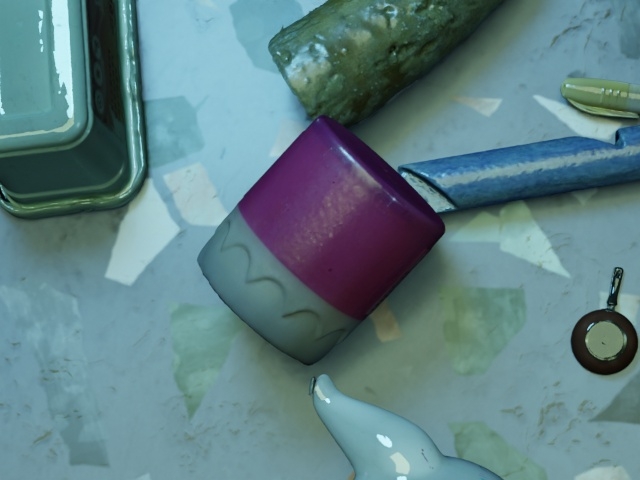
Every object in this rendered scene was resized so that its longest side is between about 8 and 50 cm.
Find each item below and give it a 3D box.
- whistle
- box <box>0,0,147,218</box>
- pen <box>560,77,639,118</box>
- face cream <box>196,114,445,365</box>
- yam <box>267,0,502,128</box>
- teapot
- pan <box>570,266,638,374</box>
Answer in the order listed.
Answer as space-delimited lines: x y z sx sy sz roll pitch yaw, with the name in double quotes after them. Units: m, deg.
0.235 -0.075 1.472 0.304 0.062 0.062 -9 76 4 "whistle"
-0.294 -0.197 1.492 0.175 0.182 0.311 -7 77 4 "box"
0.370 -0.140 1.491 0.234 0.032 0.040 11 101 8 "pen"
0.000 0.000 1.404 0.175 0.175 0.195 45 101 13 "face cream"
0.092 -0.245 1.496 0.330 0.133 0.133 -39 76 -8 "yam"
0.075 0.327 1.314 0.280 0.252 0.423 -5 100 38 "teapot"
0.297 0.080 1.447 0.069 0.023 0.115 11 78 9 "pan"
